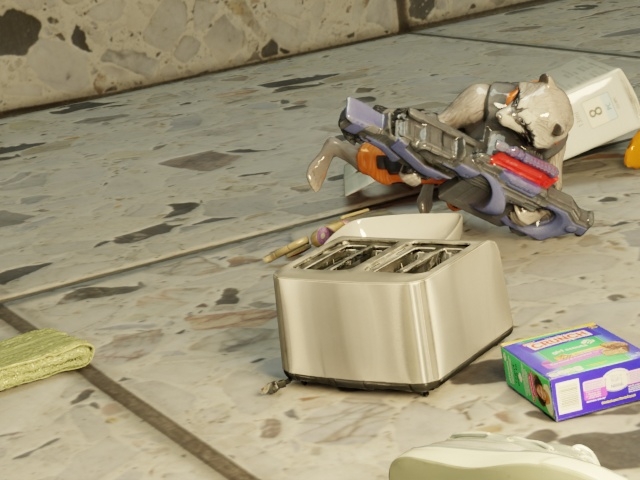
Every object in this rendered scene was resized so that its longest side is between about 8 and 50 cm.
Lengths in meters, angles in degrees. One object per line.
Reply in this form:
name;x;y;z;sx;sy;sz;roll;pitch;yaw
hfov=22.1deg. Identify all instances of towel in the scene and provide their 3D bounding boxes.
towel;-0.308;0.122;1.627;0.148;0.027;0.110;-18;17;-31

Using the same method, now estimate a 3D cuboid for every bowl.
bowl;0.080;0.014;1.778;0.142;0.053;0.142;-2;15;19

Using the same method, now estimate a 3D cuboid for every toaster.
toaster;0.058;0.066;1.482;0.168;0.110;0.186;1;17;34

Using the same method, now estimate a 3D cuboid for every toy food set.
toy food set;0.000;0.000;1.887;0.122;0.019;0.078;-28;-6;34

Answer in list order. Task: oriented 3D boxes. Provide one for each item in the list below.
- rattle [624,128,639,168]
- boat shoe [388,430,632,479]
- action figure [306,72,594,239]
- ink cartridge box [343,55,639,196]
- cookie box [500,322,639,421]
rattle;0.510;-0.128;2.071;0.200;0.130;0.143;29;43;20
boat shoe;0.149;0.165;1.114;0.081;0.079;0.227;-26;20;-39
action figure;0.134;-0.121;1.823;0.341;0.178;0.330;27;-27;-35
ink cartridge box;0.221;-0.128;2.212;0.385;0.091;0.308;-25;9;5
cookie box;0.213;0.108;1.373;0.092;0.040;0.107;-13;14;-14
